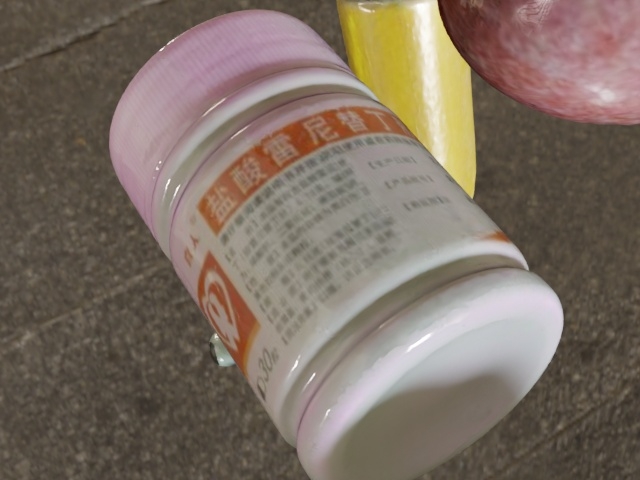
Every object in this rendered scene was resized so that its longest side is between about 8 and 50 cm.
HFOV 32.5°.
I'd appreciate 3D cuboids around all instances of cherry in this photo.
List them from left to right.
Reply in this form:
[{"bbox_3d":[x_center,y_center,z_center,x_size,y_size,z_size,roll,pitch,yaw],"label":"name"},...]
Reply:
[{"bbox_3d":[0.129,-0.093,0.303,0.225,0.107,0.090,-15,45,37],"label":"cherry"}]

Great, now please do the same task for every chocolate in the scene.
[{"bbox_3d":[0.119,-0.134,1.396,0.162,0.445,0.162,-7,32,5],"label":"chocolate"}]

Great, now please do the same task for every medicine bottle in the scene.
[{"bbox_3d":[0.000,0.000,0.785,0.202,0.202,0.316,-28,56,-17],"label":"medicine bottle"}]

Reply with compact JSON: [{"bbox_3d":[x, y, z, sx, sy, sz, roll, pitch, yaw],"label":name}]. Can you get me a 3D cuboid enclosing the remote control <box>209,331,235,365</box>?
[{"bbox_3d":[-0.045,0.080,1.469,0.256,0.045,0.097,-39,35,-1],"label":"remote control"}]
